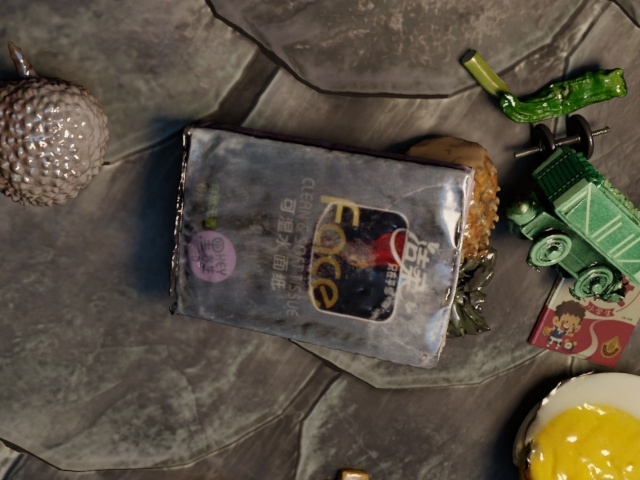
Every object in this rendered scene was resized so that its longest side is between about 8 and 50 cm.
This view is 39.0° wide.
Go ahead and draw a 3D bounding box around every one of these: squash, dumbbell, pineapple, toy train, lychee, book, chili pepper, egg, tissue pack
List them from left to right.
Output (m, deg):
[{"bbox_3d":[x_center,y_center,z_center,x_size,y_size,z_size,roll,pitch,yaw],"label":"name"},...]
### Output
[{"bbox_3d":[-0.332,-0.135,1.065,0.165,0.165,0.197,-4,104,-12],"label":"lychee"},{"bbox_3d":[0.000,0.000,1.144,0.361,0.122,0.259,12,106,12],"label":"tissue pack"},{"bbox_3d":[0.172,0.019,1.264,0.170,0.141,0.310,-26,124,-30],"label":"pineapple"},{"bbox_3d":[0.229,-0.224,1.242,0.027,0.027,0.083,-45,114,5],"label":"squash"},{"bbox_3d":[0.332,-0.200,1.256,0.182,0.073,0.050,-15,89,-2],"label":"chili pepper"},{"bbox_3d":[0.342,-0.139,1.280,0.147,0.069,0.069,-16,113,-8],"label":"dumbbell"},{"bbox_3d":[0.370,-0.013,1.276,0.269,0.115,0.154,34,108,-32],"label":"toy train"},{"bbox_3d":[0.440,0.080,1.412,0.162,0.022,0.232,17,106,-19],"label":"book"},{"bbox_3d":[0.459,0.378,1.425,0.337,0.201,0.337,0,72,1],"label":"egg"}]

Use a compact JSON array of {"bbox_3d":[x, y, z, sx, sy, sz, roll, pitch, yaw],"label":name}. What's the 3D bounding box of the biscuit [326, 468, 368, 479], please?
[{"bbox_3d":[0.033,0.473,1.450,0.212,0.041,0.239,6,108,-18],"label":"biscuit"}]
